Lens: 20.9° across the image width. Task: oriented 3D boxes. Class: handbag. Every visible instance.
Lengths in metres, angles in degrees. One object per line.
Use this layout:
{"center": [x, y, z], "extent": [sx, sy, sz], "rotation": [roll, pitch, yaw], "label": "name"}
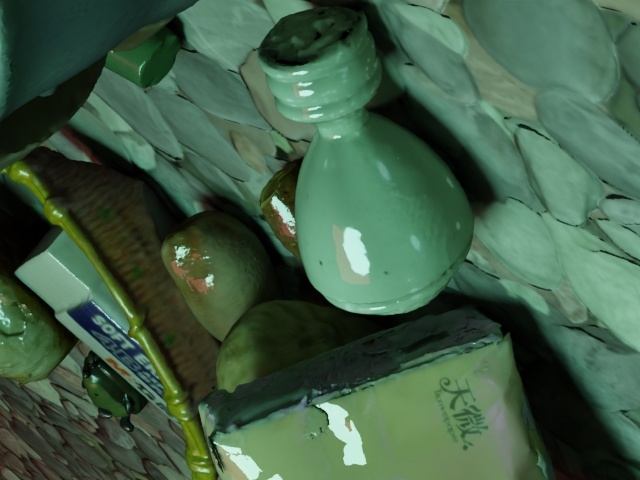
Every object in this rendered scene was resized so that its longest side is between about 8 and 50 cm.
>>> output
{"center": [-0.223, 0.151, 1.822], "extent": [0.072, 0.047, 0.111], "rotation": [25, 157, 29], "label": "handbag"}

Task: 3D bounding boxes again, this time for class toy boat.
{"center": [-0.137, 0.048, 1.361], "extent": [0.318, 0.099, 0.141], "rotation": [60, -165, -11], "label": "toy boat"}

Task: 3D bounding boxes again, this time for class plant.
{"center": [-0.139, -0.140, 1.103], "extent": [0.102, 0.051, 0.051], "rotation": [38, 159, 16], "label": "plant"}

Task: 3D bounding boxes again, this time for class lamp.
{"center": [0.022, -0.041, 0.984], "extent": [0.106, 0.106, 0.193], "rotation": [16, 140, 45], "label": "lamp"}

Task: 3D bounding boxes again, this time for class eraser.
{"center": [-0.130, 0.087, 1.496], "extent": [0.279, 0.081, 0.124], "rotation": [43, 158, -10], "label": "eraser"}

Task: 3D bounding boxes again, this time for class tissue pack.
{"center": [0.063, 0.186, 1.166], "extent": [0.123, 0.215, 0.256], "rotation": [-90, -23, -71], "label": "tissue pack"}

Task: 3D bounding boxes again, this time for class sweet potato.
{"center": [0.000, 0.000, 1.155], "extent": [0.117, 0.049, 0.049], "rotation": [53, 155, -23], "label": "sweet potato"}

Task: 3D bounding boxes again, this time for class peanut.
{"center": [-0.068, 0.034, 1.304], "extent": [0.076, 0.076, 0.152], "rotation": [22, 157, 37], "label": "peanut"}
{"center": [0.022, 0.137, 1.291], "extent": [0.137, 0.122, 0.253], "rotation": [-21, 132, 18], "label": "peanut"}

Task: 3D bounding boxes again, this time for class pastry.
{"center": [-0.295, 0.049, 1.581], "extent": [0.182, 0.093, 0.192], "rotation": [40, -168, -15], "label": "pastry"}

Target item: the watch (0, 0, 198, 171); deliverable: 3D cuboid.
{"center": [-0.217, -0.207, 0.848], "extent": [0.335, 0.314, 0.327], "rotation": [47, 147, 9], "label": "watch"}
